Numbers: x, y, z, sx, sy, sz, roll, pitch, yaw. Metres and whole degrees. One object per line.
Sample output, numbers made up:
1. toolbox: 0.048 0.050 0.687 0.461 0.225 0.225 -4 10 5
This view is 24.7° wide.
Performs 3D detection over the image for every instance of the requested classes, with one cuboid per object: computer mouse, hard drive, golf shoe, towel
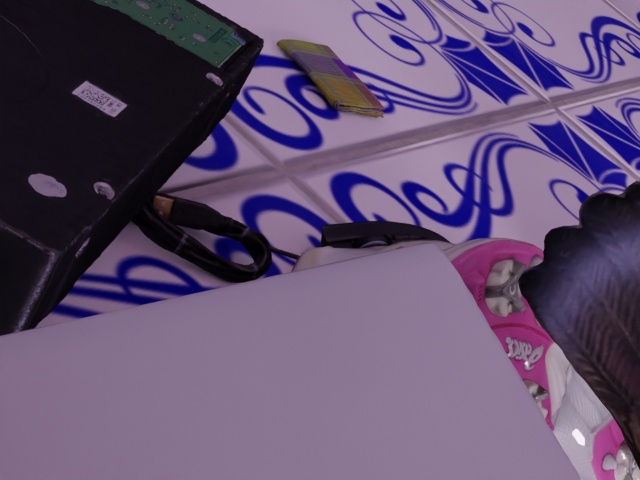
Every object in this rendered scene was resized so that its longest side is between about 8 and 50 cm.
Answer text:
1. computer mouse: 0.000 0.000 0.843 0.242 0.041 0.071 11 35 -39
2. hard drive: -0.075 0.105 0.393 0.308 0.040 0.203 -12 44 -15
3. golf shoe: 0.102 0.066 0.775 0.140 0.115 0.306 11 -14 41
4. towel: 0.008 -0.122 1.097 0.060 0.009 0.083 1 41 -48
5. hard drive: -0.180 -0.092 0.739 0.237 0.064 0.339 30 26 -1

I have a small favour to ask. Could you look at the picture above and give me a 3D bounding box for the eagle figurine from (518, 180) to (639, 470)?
1. eagle figurine: 0.136 0.145 0.508 0.298 0.226 0.225 -93 164 -60
